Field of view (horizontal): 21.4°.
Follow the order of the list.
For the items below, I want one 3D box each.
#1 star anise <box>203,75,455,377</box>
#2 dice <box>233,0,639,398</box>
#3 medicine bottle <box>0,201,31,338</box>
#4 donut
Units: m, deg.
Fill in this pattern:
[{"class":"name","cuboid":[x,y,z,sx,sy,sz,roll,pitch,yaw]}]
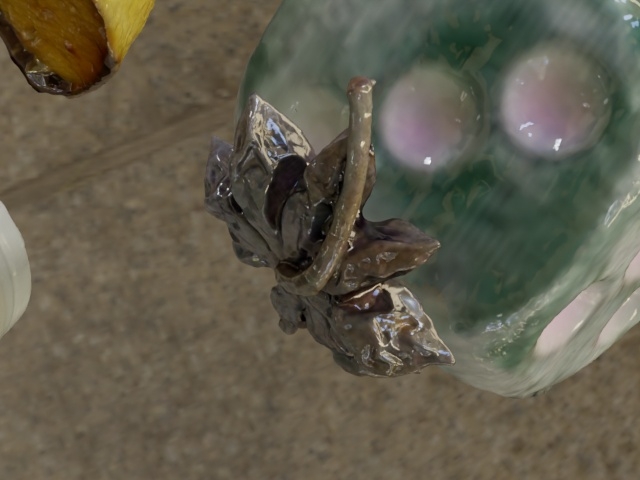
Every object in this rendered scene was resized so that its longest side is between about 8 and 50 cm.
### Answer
[{"class":"star anise","cuboid":[0.000,-0.001,1.078,0.230,0.081,0.262,48,156,22]},{"class":"dice","cuboid":[0.150,-0.089,1.389,0.328,0.330,0.348,44,111,22]},{"class":"medicine bottle","cuboid":[-0.370,0.083,1.189,0.190,0.332,0.190,17,130,21]},{"class":"donut","cuboid":[-0.168,-0.187,0.945,0.152,0.101,0.259,10,143,52]}]
